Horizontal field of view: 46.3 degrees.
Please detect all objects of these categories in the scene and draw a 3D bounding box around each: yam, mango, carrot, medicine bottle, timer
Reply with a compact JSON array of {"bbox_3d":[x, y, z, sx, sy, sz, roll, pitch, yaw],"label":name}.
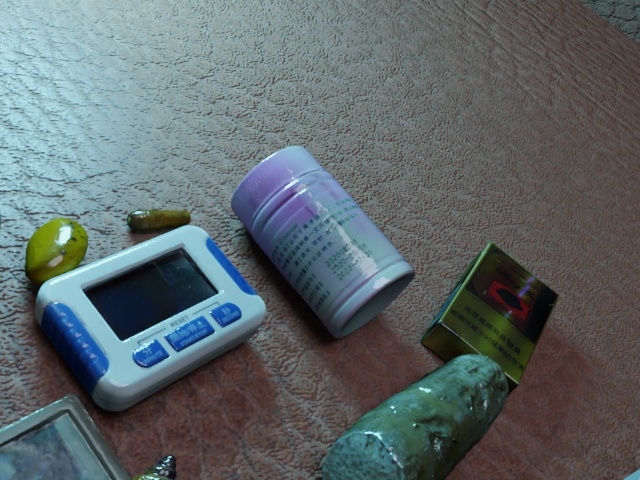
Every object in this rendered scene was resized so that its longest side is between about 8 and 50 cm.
[{"bbox_3d":[0.141,0.246,0.973,0.330,0.133,0.133,-26,68,-43],"label":"yam"},{"bbox_3d":[-0.332,0.014,0.933,0.079,0.057,0.114,-14,31,11],"label":"mango"},{"bbox_3d":[-0.231,-0.030,1.069,0.093,0.032,0.032,-4,55,-38],"label":"carrot"},{"bbox_3d":[0.000,0.000,1.089,0.152,0.152,0.254,-24,67,-42],"label":"medicine bottle"},{"bbox_3d":[-0.208,0.092,0.940,0.253,0.078,0.178,-25,67,-42],"label":"timer"}]

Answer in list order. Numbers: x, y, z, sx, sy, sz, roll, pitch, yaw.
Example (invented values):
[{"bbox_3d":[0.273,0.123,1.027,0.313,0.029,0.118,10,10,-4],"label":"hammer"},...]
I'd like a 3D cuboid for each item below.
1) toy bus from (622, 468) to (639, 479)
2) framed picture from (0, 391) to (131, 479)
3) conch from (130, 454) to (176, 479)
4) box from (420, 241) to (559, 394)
[{"bbox_3d":[0.413,0.444,0.976,0.139,0.113,0.301,42,45,14],"label":"toy bus"},{"bbox_3d":[-0.263,0.327,0.738,0.232,0.024,0.315,-26,69,-42],"label":"framed picture"},{"bbox_3d":[-0.188,0.324,0.720,0.086,0.080,0.233,-1,67,12],"label":"conch"},{"bbox_3d":[0.280,0.126,1.205,0.159,0.071,0.240,38,44,7],"label":"box"}]
